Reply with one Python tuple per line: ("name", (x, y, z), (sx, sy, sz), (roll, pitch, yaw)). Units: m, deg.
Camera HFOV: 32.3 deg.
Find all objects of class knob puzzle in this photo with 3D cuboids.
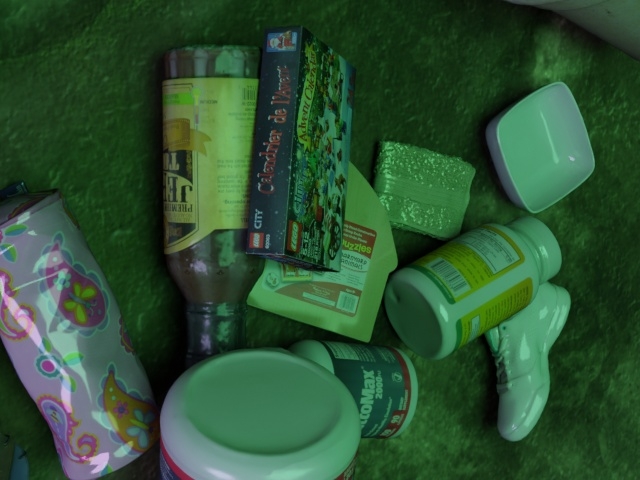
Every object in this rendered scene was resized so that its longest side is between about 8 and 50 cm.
("knob puzzle", (0.000, 0.000, 1.260), (0.213, 0.030, 0.213), (1, 87, -24))

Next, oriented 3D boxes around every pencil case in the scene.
("pencil case", (-0.251, 0.088, 1.066), (0.124, 0.124, 0.284), (-31, 108, -27))

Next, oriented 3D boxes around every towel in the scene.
("towel", (0.123, -0.060, 1.340), (0.148, 0.027, 0.110), (13, 86, -32))

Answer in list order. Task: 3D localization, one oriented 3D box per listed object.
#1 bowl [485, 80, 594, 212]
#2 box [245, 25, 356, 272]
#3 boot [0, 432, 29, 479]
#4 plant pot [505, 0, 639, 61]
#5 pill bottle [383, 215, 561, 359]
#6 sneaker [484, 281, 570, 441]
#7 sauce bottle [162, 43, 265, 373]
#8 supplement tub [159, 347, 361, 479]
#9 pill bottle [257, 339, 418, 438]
("bowl", (0.274, -0.120, 1.415), (0.142, 0.053, 0.142), (-33, 111, -26))
("box", (-0.017, -0.090, 1.165), (0.159, 0.044, 0.233), (19, 74, -67))
("boot", (-0.334, 0.189, 1.058), (0.106, 0.082, 0.219), (16, 80, -54))
("plant pot", (0.383, -0.369, 1.339), (0.305, 0.334, 0.333), (26, 79, -43))
("pill bottle", (0.188, 0.049, 1.336), (0.208, 0.117, 0.117), (-28, 107, -28))
("sneaker", (0.246, 0.146, 1.413), (0.094, 0.080, 0.212), (22, 74, -20))
("sauce bottle", (-0.108, -0.028, 1.146), (0.111, 0.111, 0.344), (-2, 93, -32))
("supplement tub", (-0.066, 0.263, 1.100), (0.191, 0.191, 0.272), (-15, 128, -30))
("pill bottle", (0.009, 0.166, 1.236), (0.180, 0.108, 0.108), (8, 89, -32))
